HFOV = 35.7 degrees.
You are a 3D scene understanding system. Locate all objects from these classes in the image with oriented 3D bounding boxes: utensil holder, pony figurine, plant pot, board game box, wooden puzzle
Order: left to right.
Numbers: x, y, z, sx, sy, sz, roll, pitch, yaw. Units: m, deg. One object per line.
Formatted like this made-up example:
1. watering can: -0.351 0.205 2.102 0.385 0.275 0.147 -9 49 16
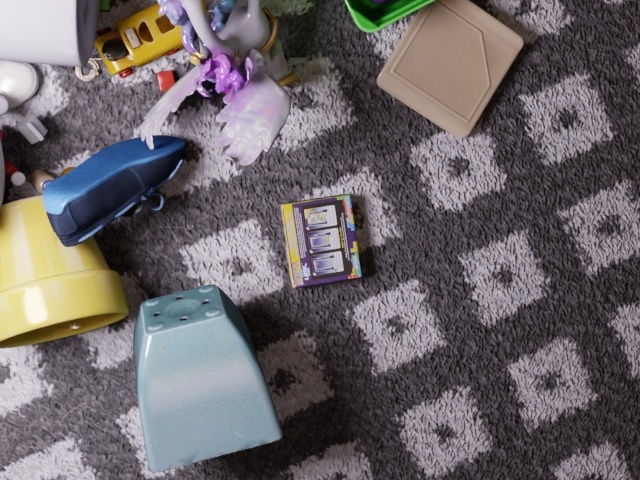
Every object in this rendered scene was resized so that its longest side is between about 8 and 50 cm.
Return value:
1. utensil holder: -0.581 -0.469 1.682 0.386 0.327 0.327 5 94 -5
2. plant pot: -0.499 0.052 1.815 0.254 0.254 0.238 -14 81 -8
3. plant pot: -0.230 0.229 1.830 0.247 0.248 0.252 -14 113 -8
4. pony figurine: -0.164 -0.330 1.772 0.351 0.303 0.363 -51 143 -27
5. board game box: 0.000 0.000 1.979 0.141 0.048 0.170 -8 97 -7
6. wooden puzzle: 0.259 -0.358 1.995 0.221 0.044 0.238 31 94 -11

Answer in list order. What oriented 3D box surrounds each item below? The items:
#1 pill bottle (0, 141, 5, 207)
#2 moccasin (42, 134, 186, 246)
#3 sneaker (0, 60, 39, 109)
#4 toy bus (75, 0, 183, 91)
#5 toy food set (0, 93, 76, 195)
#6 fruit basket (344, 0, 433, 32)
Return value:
1. pill bottle: -0.736 -0.112 1.667 0.361 0.204 0.204 2 95 -2
2. moccasin: -0.375 -0.096 1.812 0.342 0.138 0.116 -34 130 -46
3. sneaker: -0.662 -0.275 1.807 0.290 0.123 0.105 -9 95 -10
4. toy bus: -0.344 -0.375 1.857 0.191 0.104 0.202 17 92 -10
5. toy food set: -0.533 -0.158 1.811 0.111 0.104 0.232 -42 118 -10
6. fruit basket: 0.176 -0.576 1.795 0.392 0.392 0.282 -29 99 -6
